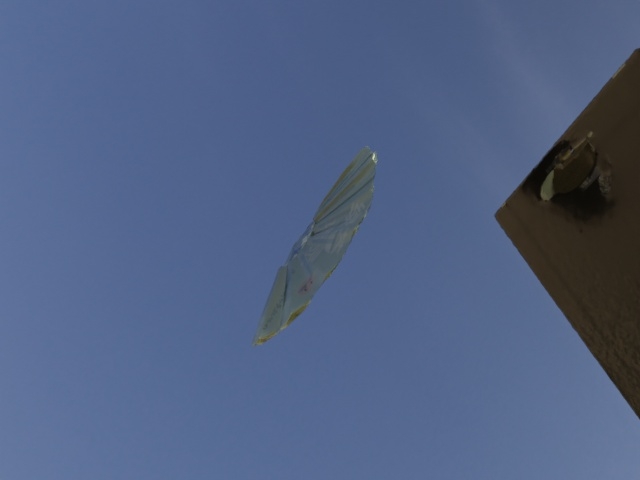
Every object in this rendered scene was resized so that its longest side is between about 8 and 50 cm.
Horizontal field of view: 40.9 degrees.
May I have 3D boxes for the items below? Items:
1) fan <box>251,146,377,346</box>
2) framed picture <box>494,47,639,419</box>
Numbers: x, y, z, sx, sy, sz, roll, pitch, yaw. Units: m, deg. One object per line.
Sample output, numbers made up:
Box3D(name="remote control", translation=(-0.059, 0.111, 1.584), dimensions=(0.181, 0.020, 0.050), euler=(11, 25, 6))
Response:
Box3D(name="fan", translation=(0.000, 0.000, 0.837), dimensions=(0.009, 0.240, 0.131), euler=(37, -18, -22))
Box3D(name="framed picture", translation=(0.300, 0.034, 0.736), dimensions=(0.324, 0.013, 0.244), euler=(59, -36, 22))
